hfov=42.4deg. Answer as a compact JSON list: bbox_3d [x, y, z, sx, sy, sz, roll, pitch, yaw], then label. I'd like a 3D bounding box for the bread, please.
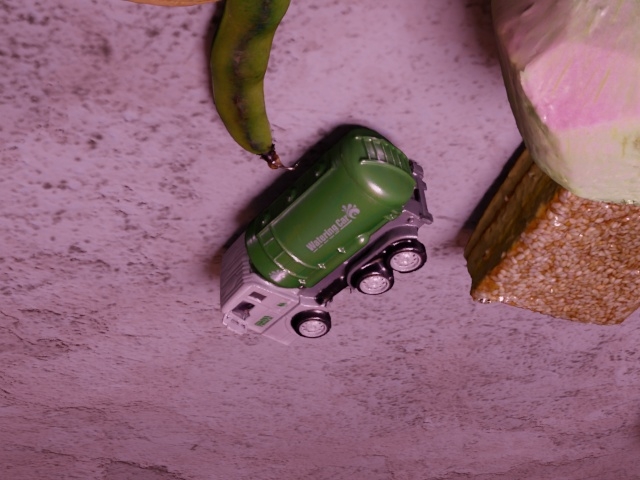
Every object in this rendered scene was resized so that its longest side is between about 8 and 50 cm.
[{"bbox_3d":[0.263,-0.027,0.781,0.184,0.110,0.234,9,140,-17],"label":"bread"}]

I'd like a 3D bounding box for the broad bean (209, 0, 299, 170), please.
[{"bbox_3d":[-0.049,-0.134,0.627,0.069,0.039,0.227,1,146,-1],"label":"broad bean"}]

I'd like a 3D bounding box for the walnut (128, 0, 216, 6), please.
[{"bbox_3d":[-0.077,-0.216,0.363,0.228,0.228,0.228,-5,145,-4],"label":"walnut"}]

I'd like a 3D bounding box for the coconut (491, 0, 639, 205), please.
[{"bbox_3d":[0.218,-0.143,0.522,0.236,0.204,0.236,2,151,1],"label":"coconut"}]

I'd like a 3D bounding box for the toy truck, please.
[{"bbox_3d":[0.000,0.000,0.775,0.125,0.101,0.242,24,132,-31],"label":"toy truck"}]
